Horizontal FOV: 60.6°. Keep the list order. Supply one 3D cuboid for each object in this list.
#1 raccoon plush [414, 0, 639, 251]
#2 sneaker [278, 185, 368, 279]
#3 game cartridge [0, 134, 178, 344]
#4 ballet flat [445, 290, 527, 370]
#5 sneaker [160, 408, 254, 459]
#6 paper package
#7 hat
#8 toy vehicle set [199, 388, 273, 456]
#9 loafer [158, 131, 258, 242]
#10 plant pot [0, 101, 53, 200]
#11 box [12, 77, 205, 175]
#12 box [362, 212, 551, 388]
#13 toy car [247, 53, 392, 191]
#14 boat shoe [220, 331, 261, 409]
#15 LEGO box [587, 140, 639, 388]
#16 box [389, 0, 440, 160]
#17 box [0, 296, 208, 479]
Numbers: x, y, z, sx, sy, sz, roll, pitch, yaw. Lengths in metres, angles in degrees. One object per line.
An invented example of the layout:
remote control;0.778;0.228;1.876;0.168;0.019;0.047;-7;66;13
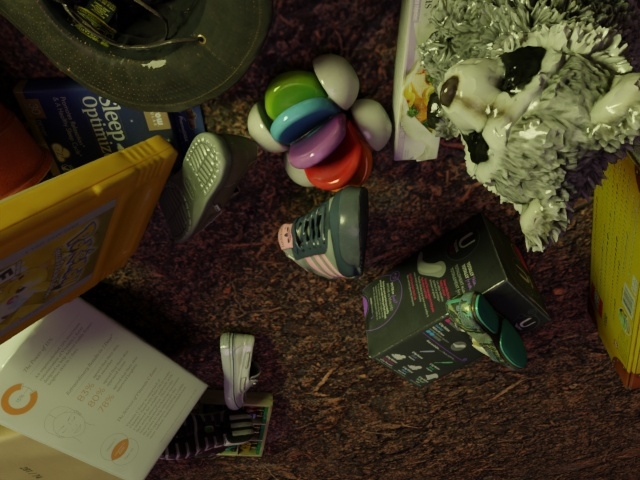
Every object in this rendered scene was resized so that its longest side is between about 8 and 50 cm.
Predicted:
raccoon plush;0.308;-0.159;0.547;0.446;0.299;0.216;-11;135;-10
sneaker;0.000;0.000;0.786;0.131;0.112;0.319;6;166;1
game cartridge;-0.346;0.021;0.706;0.053;0.323;0.285;46;135;5
ballet flat;0.248;0.136;0.827;0.070;0.070;0.188;-28;124;22
sneaker;-0.300;0.445;1.209;0.281;0.106;0.162;11;140;-32
paper package;-0.585;0.429;1.204;0.309;0.168;0.325;-16;132;12
hat;-0.183;-0.291;0.553;0.331;0.134;0.331;11;146;7
toy vehicle set;-0.213;0.452;1.342;0.165;0.035;0.267;5;134;-8
loafer;-0.158;-0.070;0.777;0.087;0.094;0.251;-19;171;-37
plant pot;-0.489;-0.152;0.591;0.272;0.272;0.265;-11;124;7
box;-0.275;-0.157;0.746;0.225;0.037;0.136;-5;135;-1
box;0.221;0.109;0.946;0.270;0.165;0.143;-36;124;28
toy car;0.000;-0.134;0.715;0.159;0.136;0.182;-29;129;23
boat shoe;-0.162;0.281;1.145;0.075;0.083;0.226;0;134;-2
LEGO box;0.645;-0.003;0.846;0.372;0.193;0.500;-14;134;10
box;0.128;-0.245;0.666;0.063;0.067;0.324;-3;133;-3
box;-0.410;0.244;0.967;0.168;0.215;0.345;13;152;47
